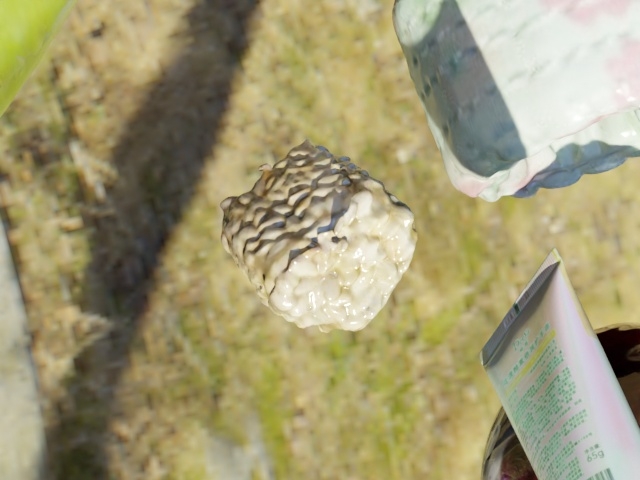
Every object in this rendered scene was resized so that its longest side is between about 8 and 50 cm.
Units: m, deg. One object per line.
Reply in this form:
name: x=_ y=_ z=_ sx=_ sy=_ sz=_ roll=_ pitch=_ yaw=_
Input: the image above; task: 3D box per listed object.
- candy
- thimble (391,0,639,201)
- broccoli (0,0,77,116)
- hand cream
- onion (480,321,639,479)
candy: x=0.000 y=0.000 z=1.058 sx=0.085 sy=0.110 sz=0.095 roll=40 pitch=87 yaw=-28
thimble: x=0.156 y=-0.124 z=1.195 sx=0.185 sy=0.211 sz=0.149 roll=-7 pitch=73 yaw=-46
broccoli: x=-0.210 y=-0.020 z=0.684 sx=0.186 sy=0.254 sz=0.302 roll=22 pitch=86 yaw=-9
hand cream: x=0.118 y=0.090 z=0.863 sx=0.047 sy=0.076 sz=0.174 roll=8 pitch=41 yaw=-30
onion: x=0.225 y=0.170 z=1.117 sx=0.285 sy=0.273 sz=0.273 roll=-15 pitch=92 yaw=-22
